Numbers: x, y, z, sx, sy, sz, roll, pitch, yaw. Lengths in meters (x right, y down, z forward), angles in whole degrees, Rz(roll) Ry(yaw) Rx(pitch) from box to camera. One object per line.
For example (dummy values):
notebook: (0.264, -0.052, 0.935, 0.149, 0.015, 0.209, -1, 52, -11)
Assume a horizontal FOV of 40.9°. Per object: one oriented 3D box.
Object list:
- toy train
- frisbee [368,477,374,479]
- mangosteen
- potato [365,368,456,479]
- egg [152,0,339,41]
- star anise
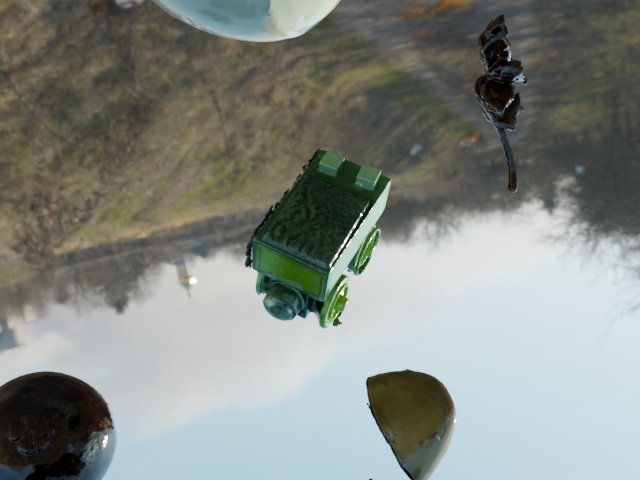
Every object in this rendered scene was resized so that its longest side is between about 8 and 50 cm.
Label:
toy train: (0.000, 0.000, 1.319, 0.159, 0.188, 0.272, 25, -128, 13)
frisbee: (0.124, 0.471, 1.315, 0.012, 0.211, 0.187, -33, 172, 6)
mangosteen: (-0.533, 0.389, 1.654, 0.288, 0.288, 0.288, -13, -178, 1)
potato: (0.172, 0.295, 1.455, 0.117, 0.182, 0.202, -31, -154, 13)
egg: (-0.101, -0.377, 0.981, 0.345, 0.283, 0.283, 23, -160, 26)
star anise: (0.261, -0.208, 1.235, 0.073, 0.234, 0.177, -10, 157, 10)
